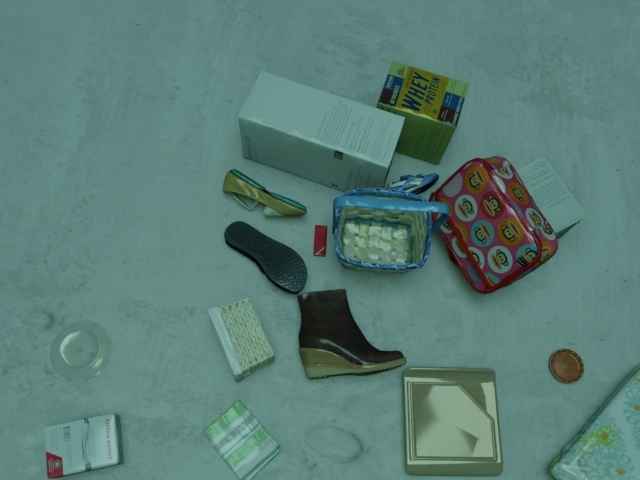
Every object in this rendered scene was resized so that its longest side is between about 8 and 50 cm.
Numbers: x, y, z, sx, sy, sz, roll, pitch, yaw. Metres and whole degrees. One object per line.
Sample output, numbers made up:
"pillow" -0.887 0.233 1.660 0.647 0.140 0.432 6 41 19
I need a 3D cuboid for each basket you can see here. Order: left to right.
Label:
"basket" -0.180 0.224 1.437 0.103 0.113 0.167 -22 73 -13
"basket" 0.142 -0.032 1.454 0.254 0.289 0.201 6 74 -4

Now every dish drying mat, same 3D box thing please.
"dish drying mat" 0.000 0.000 1.586 0.032 0.008 0.083 4 69 -1

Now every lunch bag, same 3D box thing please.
"lunch bag" 0.392 -0.029 1.495 0.120 0.258 0.293 -12 66 -40

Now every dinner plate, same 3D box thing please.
"dinner plate" -0.561 0.256 1.457 0.141 0.017 0.141 1 71 -4

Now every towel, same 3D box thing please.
"towel" -0.176 0.450 1.400 0.113 0.023 0.152 -40 76 -16
"towel" 0.746 0.505 1.398 0.374 0.090 0.320 -41 73 -16

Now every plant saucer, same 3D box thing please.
"plant saucer" 0.592 0.303 1.501 0.083 0.013 0.084 1 69 -3

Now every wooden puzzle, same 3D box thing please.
"wooden puzzle" 0.300 0.414 1.433 0.220 0.044 0.239 2 74 -3

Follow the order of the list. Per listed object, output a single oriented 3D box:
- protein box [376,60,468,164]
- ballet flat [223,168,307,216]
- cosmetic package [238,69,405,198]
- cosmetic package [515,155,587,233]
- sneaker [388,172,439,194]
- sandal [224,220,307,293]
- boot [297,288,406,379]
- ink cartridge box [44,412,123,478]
"protein box" 0.249 -0.327 1.619 0.201 0.200 0.136 18 69 4
"ballet flat" -0.145 -0.103 1.594 0.232 0.080 0.073 28 98 10
"cosmetic package" -0.002 -0.258 1.575 0.384 0.217 0.156 17 69 5
"cosmetic package" 0.529 -0.078 1.567 0.151 0.151 0.184 -27 74 -13
"sneaker" 0.242 -0.151 1.632 0.144 0.053 0.059 -22 70 -12
"sandal" -0.129 0.041 1.547 0.254 0.055 0.097 39 65 21
"boot" 0.070 0.212 1.466 0.248 0.090 0.207 -4 72 -1
"ink cartridge box" -0.513 0.447 1.361 0.150 0.063 0.109 -10 70 -7
